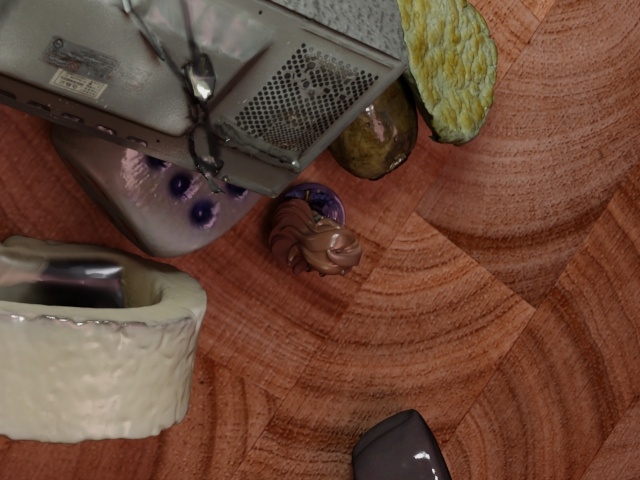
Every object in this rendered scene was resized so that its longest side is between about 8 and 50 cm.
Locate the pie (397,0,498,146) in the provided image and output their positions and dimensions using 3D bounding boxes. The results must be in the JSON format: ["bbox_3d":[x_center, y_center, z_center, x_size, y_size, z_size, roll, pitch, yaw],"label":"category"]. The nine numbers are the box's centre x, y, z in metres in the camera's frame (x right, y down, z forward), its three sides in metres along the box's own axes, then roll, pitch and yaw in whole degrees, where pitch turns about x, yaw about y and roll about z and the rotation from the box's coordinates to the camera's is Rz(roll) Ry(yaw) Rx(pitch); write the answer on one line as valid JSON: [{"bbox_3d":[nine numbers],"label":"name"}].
[{"bbox_3d":[0.143,-0.251,1.662,0.105,0.257,0.274,-17,129,25],"label":"pie"}]

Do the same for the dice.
[{"bbox_3d":[-0.185,-0.108,1.517,0.194,0.192,0.193,-39,124,-13],"label":"dice"}]

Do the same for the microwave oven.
[{"bbox_3d":[-0.170,-0.272,1.262,0.432,0.374,0.236,18,136,-34],"label":"microwave oven"}]

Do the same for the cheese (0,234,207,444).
[{"bbox_3d":[-0.304,0.108,1.474,0.332,0.292,0.153,6,106,-23],"label":"cheese"}]

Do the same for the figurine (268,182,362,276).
[{"bbox_3d":[-0.010,0.001,1.715,0.114,0.157,0.126,-13,123,-5],"label":"figurine"}]

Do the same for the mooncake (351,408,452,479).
[{"bbox_3d":[0.138,0.377,1.906,0.133,0.245,0.245,-28,124,3],"label":"mooncake"}]

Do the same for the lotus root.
[{"bbox_3d":[0.059,-0.181,1.693,0.138,0.138,0.214,-22,108,-25],"label":"lotus root"}]
